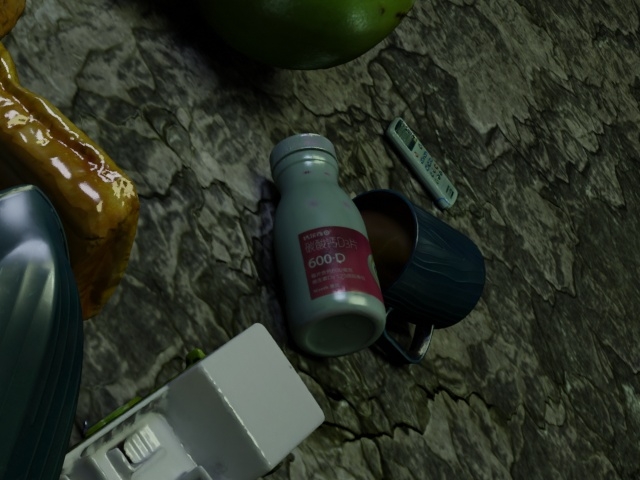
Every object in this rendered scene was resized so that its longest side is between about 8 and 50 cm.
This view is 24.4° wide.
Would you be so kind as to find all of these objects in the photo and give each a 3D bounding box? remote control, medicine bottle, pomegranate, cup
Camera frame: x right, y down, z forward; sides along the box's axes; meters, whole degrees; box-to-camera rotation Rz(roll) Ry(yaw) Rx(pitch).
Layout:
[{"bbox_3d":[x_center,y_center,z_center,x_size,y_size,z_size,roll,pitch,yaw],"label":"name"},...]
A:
[{"bbox_3d":[0.122,-0.092,1.784,0.124,0.018,0.053,52,27,-10],"label":"remote control"},{"bbox_3d":[0.000,0.000,1.405,0.090,0.090,0.216,29,38,-42],"label":"medicine bottle"},{"bbox_3d":[-0.071,-0.305,1.516,0.359,0.216,0.309,-16,72,-31],"label":"pomegranate"},{"bbox_3d":[0.080,0.038,1.504,0.113,0.150,0.138,34,5,42],"label":"cup"}]

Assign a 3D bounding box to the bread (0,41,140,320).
[{"bbox_3d":[-0.214,-0.073,0.904,0.271,0.139,0.077,46,41,18],"label":"bread"}]

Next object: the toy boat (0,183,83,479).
[{"bbox_3d":[-0.202,0.110,0.791,0.114,0.122,0.296,19,88,-46],"label":"toy boat"}]

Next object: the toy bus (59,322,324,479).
[{"bbox_3d":[-0.122,0.163,0.976,0.113,0.139,0.302,55,29,1],"label":"toy bus"}]

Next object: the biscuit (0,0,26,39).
[{"bbox_3d":[-0.350,-0.288,1.156,0.334,0.081,0.289,-2,64,-60],"label":"biscuit"}]
